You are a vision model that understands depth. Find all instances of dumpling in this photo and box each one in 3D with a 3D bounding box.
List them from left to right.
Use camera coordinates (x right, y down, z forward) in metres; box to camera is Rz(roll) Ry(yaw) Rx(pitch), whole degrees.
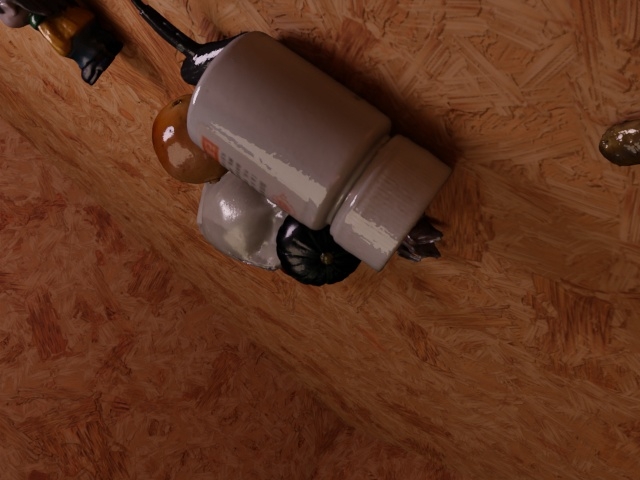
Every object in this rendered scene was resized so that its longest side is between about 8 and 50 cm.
[{"bbox_3d":[-0.191,-0.085,1.330,0.341,0.181,0.260,-131,43,-59],"label":"dumpling"}]

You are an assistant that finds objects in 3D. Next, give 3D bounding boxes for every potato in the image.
[{"bbox_3d":[0.342,-0.106,0.598,0.051,0.040,0.083,41,160,-19],"label":"potato"}]

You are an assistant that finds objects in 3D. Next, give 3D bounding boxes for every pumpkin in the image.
[{"bbox_3d":[0.001,0.007,1.166,0.150,0.194,0.194,46,169,43],"label":"pumpkin"}]

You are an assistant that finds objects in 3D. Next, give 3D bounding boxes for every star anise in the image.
[{"bbox_3d":[0.136,-0.032,1.034,0.195,0.065,0.182,14,147,54],"label":"star anise"}]

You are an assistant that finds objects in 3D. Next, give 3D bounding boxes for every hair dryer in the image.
[{"bbox_3d":[-0.231,-0.352,0.923,0.219,0.075,0.195,35,154,-34],"label":"hair dryer"}]

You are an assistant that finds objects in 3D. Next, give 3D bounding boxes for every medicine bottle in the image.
[{"bbox_3d":[-0.002,-0.135,0.854,0.371,0.211,0.211,36,158,6],"label":"medicine bottle"}]

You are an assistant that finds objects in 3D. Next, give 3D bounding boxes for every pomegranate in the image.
[{"bbox_3d":[-0.249,-0.208,1.143,0.191,0.191,0.191,32,157,15],"label":"pomegranate"}]

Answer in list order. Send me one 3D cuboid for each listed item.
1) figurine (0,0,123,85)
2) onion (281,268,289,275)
[{"bbox_3d":[-0.562,-0.488,1.125,0.332,0.185,0.204,27,129,-19],"label":"figurine"},{"bbox_3d":[-0.057,0.031,1.387,0.131,0.131,0.131,32,157,15],"label":"onion"}]
